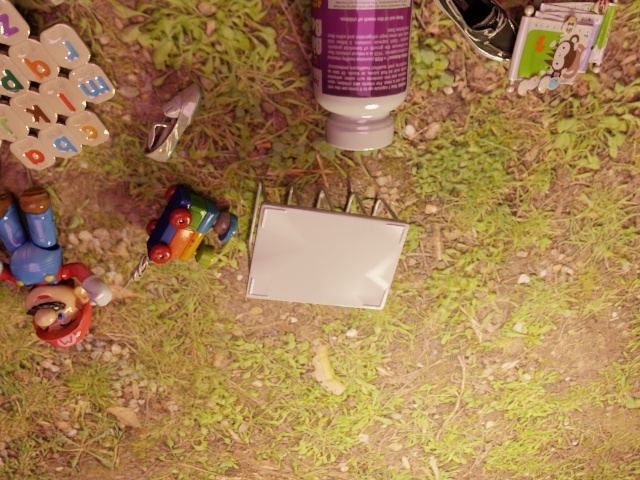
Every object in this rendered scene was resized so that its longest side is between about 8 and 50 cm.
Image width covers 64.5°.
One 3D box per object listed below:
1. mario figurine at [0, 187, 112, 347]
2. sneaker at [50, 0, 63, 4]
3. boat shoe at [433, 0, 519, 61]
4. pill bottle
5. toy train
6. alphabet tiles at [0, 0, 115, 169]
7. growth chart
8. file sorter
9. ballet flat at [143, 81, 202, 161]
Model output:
[{"bbox_3d":[-0.536,0.072,0.970,0.197,0.170,0.321,2,116,29],"label":"mario figurine"},{"bbox_3d":[-0.369,-0.505,0.717,0.121,0.108,0.302,30,105,-17],"label":"sneaker"},{"bbox_3d":[0.290,-0.390,0.906,0.219,0.070,0.078,28,111,-22],"label":"boat shoe"},{"bbox_3d":[0.068,-0.315,0.856,0.169,0.169,0.302,-5,119,-6],"label":"pill bottle"},{"bbox_3d":[-0.284,0.020,1.035,0.143,0.105,0.248,21,114,-34],"label":"toy train"},{"bbox_3d":[-0.505,-0.251,0.852,0.283,0.021,0.278,-23,136,4],"label":"alphabet tiles"},{"bbox_3d":[0.453,-0.366,0.952,0.237,0.021,0.172,-14,122,-17],"label":"growth chart"},{"bbox_3d":[0.000,0.000,1.018,0.277,0.173,0.193,7,116,-13],"label":"file sorter"},{"bbox_3d":[-0.271,-0.214,0.918,0.052,0.057,0.168,10,121,-47],"label":"ballet flat"}]
